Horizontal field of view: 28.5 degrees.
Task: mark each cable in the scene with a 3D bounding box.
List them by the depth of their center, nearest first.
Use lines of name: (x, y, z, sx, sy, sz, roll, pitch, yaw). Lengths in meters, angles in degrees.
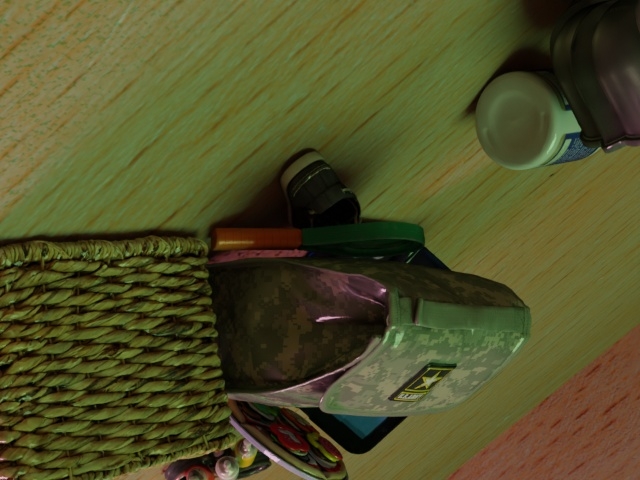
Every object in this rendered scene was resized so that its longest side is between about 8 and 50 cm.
cable: (-0.142, 0.350, 1.880, 0.139, 0.072, 0.287, -30, 159, -3)

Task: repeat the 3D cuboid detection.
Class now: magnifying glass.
magnifying glass: (0.000, 0.000, 1.322, 0.231, 0.026, 0.092, 2, 166, -19)

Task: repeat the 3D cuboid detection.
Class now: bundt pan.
bundt pan: (0.366, -0.238, 1.265, 0.331, 0.124, 0.331, -37, -165, 11)

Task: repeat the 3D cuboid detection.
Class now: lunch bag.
lunch bag: (0.046, 0.099, 1.316, 0.287, 0.169, 0.235, -7, 169, 43)

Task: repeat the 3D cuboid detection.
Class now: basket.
basket: (-0.255, 0.120, 1.208, 0.213, 0.223, 0.299, -11, 177, 36)

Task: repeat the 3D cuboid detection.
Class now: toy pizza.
toy pizza: (-0.042, 0.257, 1.682, 0.032, 0.201, 0.201, -56, 156, 7)

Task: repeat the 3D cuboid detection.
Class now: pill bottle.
pill bottle: (0.275, -0.145, 1.468, 0.186, 0.112, 0.112, -11, 147, -48)

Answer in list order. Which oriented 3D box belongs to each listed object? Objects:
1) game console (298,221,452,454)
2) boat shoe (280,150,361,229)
game console: (0.039, 0.135, 1.588, 0.293, 0.173, 0.250, -46, 157, 20)
boat shoe: (0.009, -0.028, 1.353, 0.075, 0.065, 0.206, -39, 160, -3)
